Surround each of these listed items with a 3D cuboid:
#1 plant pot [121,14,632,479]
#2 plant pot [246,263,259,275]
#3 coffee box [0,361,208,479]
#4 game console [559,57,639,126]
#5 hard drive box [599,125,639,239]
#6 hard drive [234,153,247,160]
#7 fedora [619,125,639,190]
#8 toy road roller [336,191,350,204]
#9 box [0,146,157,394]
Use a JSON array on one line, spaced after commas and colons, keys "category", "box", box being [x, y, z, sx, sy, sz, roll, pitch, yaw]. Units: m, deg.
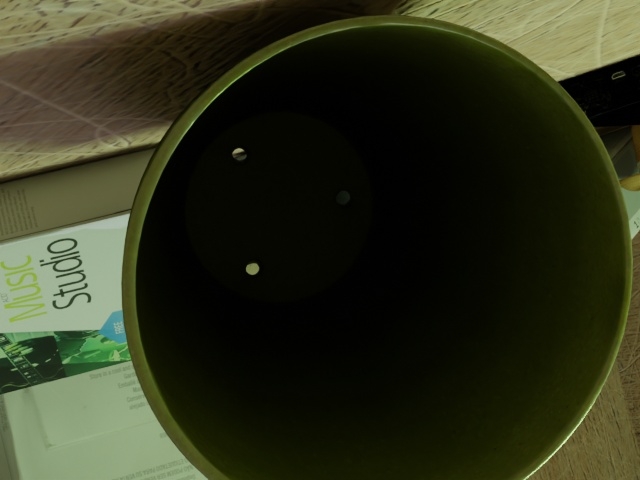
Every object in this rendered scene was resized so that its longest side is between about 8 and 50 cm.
[{"category": "plant pot", "box": [0.000, 0.000, 0.981, 0.274, 0.275, 0.293, -14, -169, -12]}, {"category": "plant pot", "box": [-0.065, -0.013, 1.478, 0.109, 0.096, 0.109, -14, 177, -6]}, {"category": "coffee box", "box": [-0.245, 0.179, 1.767, 0.337, 0.338, 0.334, -11, 175, -33]}, {"category": "game console", "box": [0.213, -0.108, 1.529, 0.361, 0.044, 0.213, -16, 176, 33]}, {"category": "hard drive box", "box": [0.299, -0.042, 1.998, 0.232, 0.089, 0.181, -19, -161, 50]}, {"category": "hard drive", "box": [0.008, -0.078, 1.354, 0.135, 0.022, 0.094, -16, 176, 24]}, {"category": "fedora", "box": [0.416, -0.120, 1.834, 0.194, 0.079, 0.194, -20, 173, -2]}, {"category": "toy road roller", "box": [0.043, 0.042, 1.870, 0.240, 0.203, 0.329, -14, 175, -43]}, {"category": "box", "box": [-0.245, 0.043, 1.249, 0.322, 0.058, 0.232, -13, 150, -7]}]
